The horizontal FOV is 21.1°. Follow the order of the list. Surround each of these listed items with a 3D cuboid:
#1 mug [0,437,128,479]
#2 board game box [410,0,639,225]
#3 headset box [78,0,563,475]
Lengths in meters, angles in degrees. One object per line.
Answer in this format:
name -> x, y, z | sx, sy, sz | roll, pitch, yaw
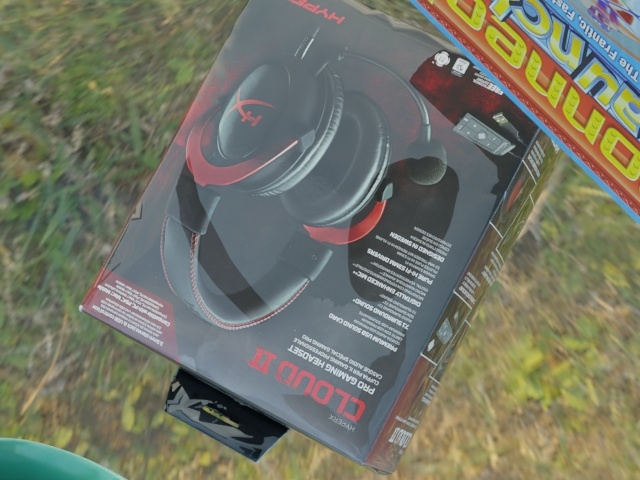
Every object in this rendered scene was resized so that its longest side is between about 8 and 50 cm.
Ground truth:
mug -> -0.176, 0.185, 1.031 | 0.157, 0.129, 0.097 | 26, 97, 19
board game box -> 0.145, -0.163, 0.786 | 0.086, 0.302, 0.308 | -37, 72, -21
headset box -> 0.000, 0.000, 1.123 | 0.218, 0.110, 0.293 | 28, 86, 17
